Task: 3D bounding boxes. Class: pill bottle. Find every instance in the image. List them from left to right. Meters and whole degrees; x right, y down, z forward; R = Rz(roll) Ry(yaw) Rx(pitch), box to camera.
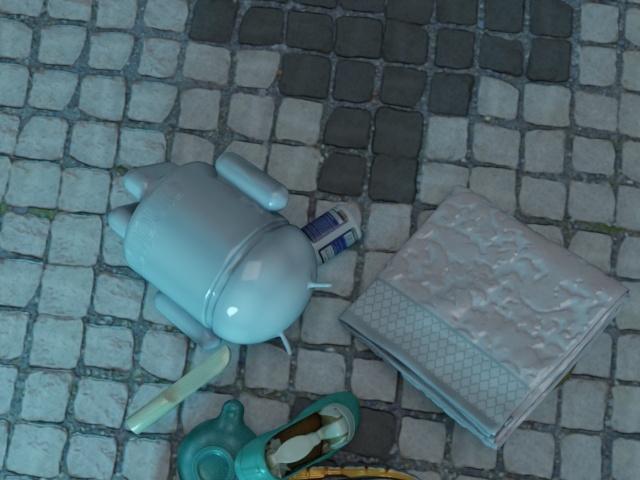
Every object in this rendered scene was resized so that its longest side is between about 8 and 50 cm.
[{"bbox_3d":[0.000,0.000,1.594,0.120,0.067,0.067,-33,79,-11],"label":"pill bottle"}]

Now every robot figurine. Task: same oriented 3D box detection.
[{"bbox_3d":[-0.150,0.019,1.497,0.353,0.200,0.300,35,119,18],"label":"robot figurine"}]

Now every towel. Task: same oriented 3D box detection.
[{"bbox_3d":[0.240,0.101,1.526,0.332,0.053,0.317,36,75,30],"label":"towel"}]

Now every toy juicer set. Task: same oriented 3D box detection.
[{"bbox_3d":[-0.184,0.340,1.488,0.209,0.089,0.329,-16,84,6],"label":"toy juicer set"}]

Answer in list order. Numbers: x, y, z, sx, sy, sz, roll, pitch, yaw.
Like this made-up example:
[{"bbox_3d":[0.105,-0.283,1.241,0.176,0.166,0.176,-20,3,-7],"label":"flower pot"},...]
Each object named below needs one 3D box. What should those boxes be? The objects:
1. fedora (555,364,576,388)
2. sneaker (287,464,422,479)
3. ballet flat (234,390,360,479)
[{"bbox_3d":[0.303,0.173,1.543,0.194,0.079,0.194,-8,59,13],"label":"fedora"},{"bbox_3d":[0.047,0.375,1.490,0.214,0.084,0.083,-3,77,6],"label":"sneaker"},{"bbox_3d":[-0.010,0.288,1.453,0.247,0.087,0.083,-22,93,-39],"label":"ballet flat"}]
